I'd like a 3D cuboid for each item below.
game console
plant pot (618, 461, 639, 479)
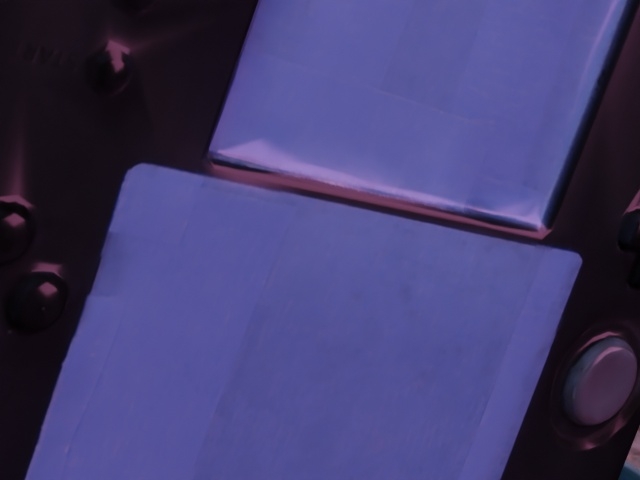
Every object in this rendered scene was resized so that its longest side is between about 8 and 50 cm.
[{"bbox_3d":[0.013,-0.012,0.683,0.386,0.060,0.342,11,108,-42],"label":"game console"},{"bbox_3d":[0.069,0.272,1.084,0.271,0.271,0.255,-58,161,-63],"label":"plant pot"}]
